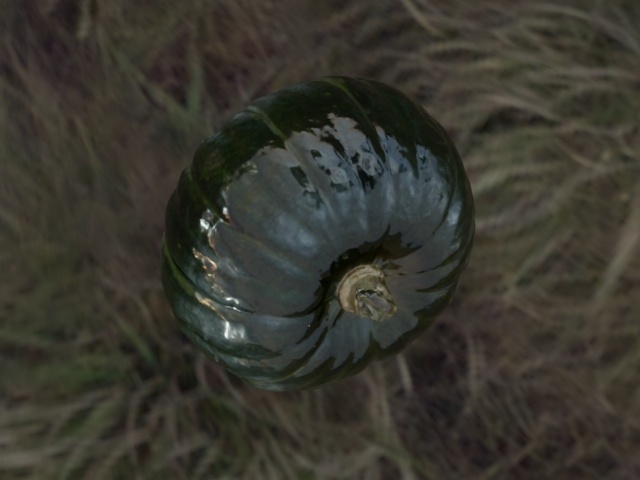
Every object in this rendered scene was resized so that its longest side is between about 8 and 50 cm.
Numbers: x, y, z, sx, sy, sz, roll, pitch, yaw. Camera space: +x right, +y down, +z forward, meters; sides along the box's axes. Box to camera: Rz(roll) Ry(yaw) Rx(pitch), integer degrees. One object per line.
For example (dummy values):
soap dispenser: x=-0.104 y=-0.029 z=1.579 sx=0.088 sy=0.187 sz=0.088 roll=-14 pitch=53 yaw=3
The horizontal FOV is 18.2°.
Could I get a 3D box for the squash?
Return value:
squash: x=-0.002 y=-0.003 z=1.310 sx=0.218 sy=0.218 sz=0.172 roll=-39 pitch=72 yaw=0
